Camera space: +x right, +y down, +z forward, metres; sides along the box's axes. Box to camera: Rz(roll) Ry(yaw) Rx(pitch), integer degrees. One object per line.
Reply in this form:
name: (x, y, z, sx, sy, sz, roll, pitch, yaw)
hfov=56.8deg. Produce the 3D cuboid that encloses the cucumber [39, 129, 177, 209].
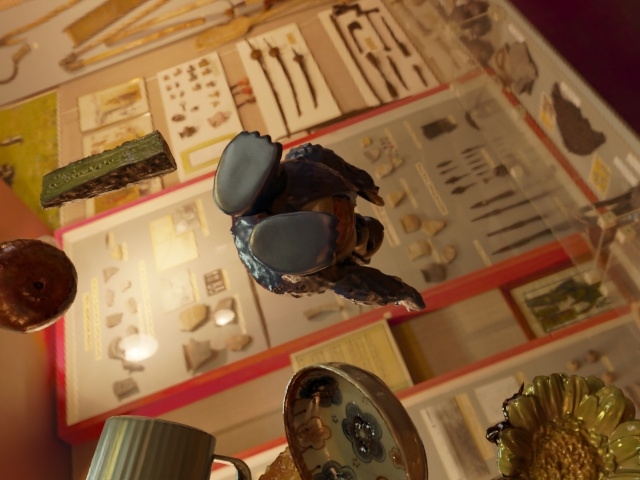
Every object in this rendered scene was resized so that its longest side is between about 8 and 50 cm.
cucumber: (-0.343, -0.103, 0.958, 0.062, 0.212, 0.078, 70, 175, -49)

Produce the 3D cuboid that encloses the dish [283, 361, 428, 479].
dish: (0.043, 0.150, 0.457, 0.141, 0.078, 0.141, 22, 120, 46)

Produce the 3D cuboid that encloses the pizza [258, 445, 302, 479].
pizza: (-0.060, 0.423, 0.769, 0.289, 0.229, 0.081, -112, -2, -52)

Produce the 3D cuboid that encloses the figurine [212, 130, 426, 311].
figurine: (-0.005, -0.007, 0.554, 0.262, 0.121, 0.164, 30, -143, -57)

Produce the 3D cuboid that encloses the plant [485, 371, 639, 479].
plant: (0.406, 0.361, 1.016, 0.261, 0.306, 0.297, 63, -173, 3)

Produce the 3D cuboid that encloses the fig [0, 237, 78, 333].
fig: (-0.602, 0.091, 1.192, 0.205, 0.205, 0.205, 159, 90, -90)

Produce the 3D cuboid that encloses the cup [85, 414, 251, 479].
cup: (-0.328, 0.541, 1.206, 0.256, 0.332, 0.310, 87, -169, -63)
